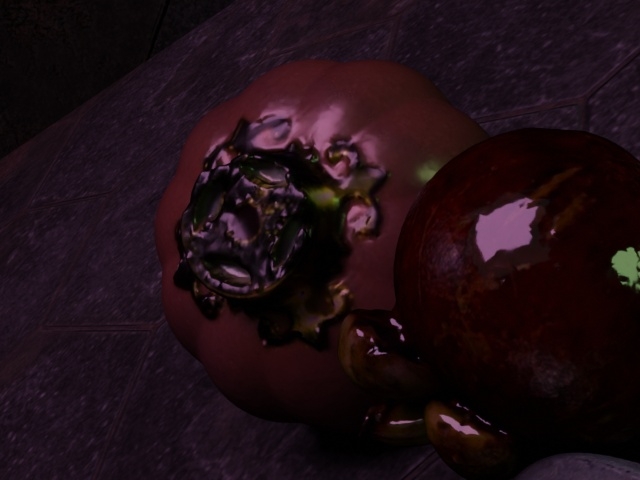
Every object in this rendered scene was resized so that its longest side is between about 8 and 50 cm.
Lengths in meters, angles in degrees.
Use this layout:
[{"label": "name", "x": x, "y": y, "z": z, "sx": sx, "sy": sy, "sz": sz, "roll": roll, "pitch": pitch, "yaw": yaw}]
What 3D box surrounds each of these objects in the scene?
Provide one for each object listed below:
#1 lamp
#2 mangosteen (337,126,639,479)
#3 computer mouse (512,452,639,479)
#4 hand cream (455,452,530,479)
[{"label": "lamp", "x": 0.000, "y": 0.000, "z": 0.976, "sx": 0.305, "sy": 0.305, "sz": 0.239, "roll": -32, "pitch": -19, "yaw": 21}, {"label": "mangosteen", "x": 0.123, "y": 0.051, "z": 0.790, "sx": 0.257, "sy": 0.215, "sz": 0.215, "roll": -34, "pitch": 24, "yaw": 12}, {"label": "computer mouse", "x": 0.190, "y": 0.180, "z": 0.657, "sx": 0.229, "sy": 0.068, "sz": 0.113, "roll": 18, "pitch": 80, "yaw": 51}, {"label": "hand cream", "x": 0.125, "y": 0.140, "z": 0.865, "sx": 0.067, "sy": 0.043, "sz": 0.210, "roll": -22, "pitch": 35, "yaw": 40}]
